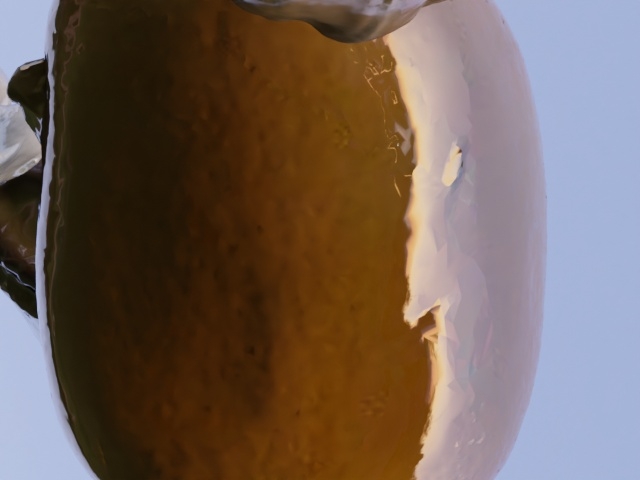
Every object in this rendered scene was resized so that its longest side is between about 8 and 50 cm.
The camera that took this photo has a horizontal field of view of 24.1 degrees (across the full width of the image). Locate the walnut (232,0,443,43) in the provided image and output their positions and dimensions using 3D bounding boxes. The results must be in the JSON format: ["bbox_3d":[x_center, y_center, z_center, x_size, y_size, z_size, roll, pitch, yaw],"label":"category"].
[{"bbox_3d":[0.004,-0.212,0.728,0.261,0.225,0.225,-128,-136,-62],"label":"walnut"}]

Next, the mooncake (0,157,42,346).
[{"bbox_3d":[-0.125,-0.035,1.464,0.393,0.394,0.246,29,-23,39],"label":"mooncake"}]

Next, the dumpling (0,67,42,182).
[{"bbox_3d":[-0.304,-0.092,1.194,0.162,0.250,0.132,16,-110,10],"label":"dumpling"}]

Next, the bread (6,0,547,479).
[{"bbox_3d":[0.000,0.000,0.971,0.253,0.348,0.376,5,-87,44],"label":"bread"}]
